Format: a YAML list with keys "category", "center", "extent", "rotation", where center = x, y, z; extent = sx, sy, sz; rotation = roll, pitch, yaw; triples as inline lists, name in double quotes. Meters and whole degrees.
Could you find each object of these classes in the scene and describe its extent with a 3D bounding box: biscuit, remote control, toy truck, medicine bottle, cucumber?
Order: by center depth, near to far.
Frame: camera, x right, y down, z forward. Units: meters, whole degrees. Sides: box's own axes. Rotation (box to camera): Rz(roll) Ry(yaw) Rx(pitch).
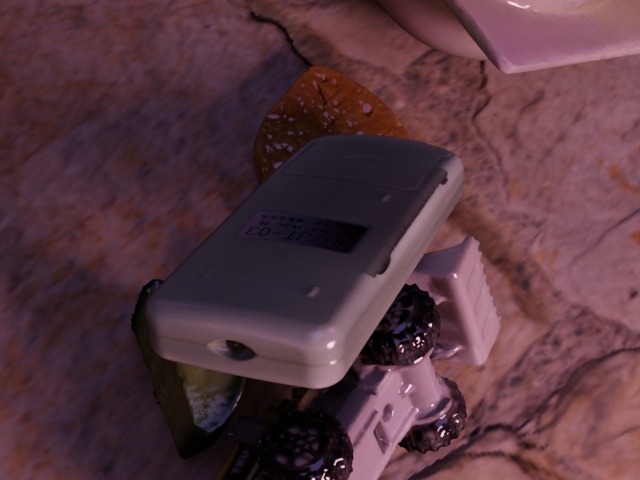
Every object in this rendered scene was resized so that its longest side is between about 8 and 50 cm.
- category: "remote control"
  center: [0.000, 0.000, 0.814]
  extent: [0.140, 0.056, 0.296]
  rotation: [10, 30, 19]
- category: "toy truck"
  center: [0.026, 0.118, 0.824]
  extent: [0.111, 0.136, 0.286]
  rotation: [14, 51, 35]
- category: "cucumber"
  center: [-0.089, 0.089, 0.836]
  extent: [0.062, 0.115, 0.116]
  rotation: [-19, 74, -17]
- category: "biscuit"
  center: [0.016, -0.051, 0.966]
  extent: [0.142, 0.029, 0.220]
  rotation: [-5, 62, -9]
- category: "medicine bottle"
  center: [0.121, -0.305, 0.997]
  extent: [0.236, 0.235, 0.406]
  rotation: [-25, 67, -19]
